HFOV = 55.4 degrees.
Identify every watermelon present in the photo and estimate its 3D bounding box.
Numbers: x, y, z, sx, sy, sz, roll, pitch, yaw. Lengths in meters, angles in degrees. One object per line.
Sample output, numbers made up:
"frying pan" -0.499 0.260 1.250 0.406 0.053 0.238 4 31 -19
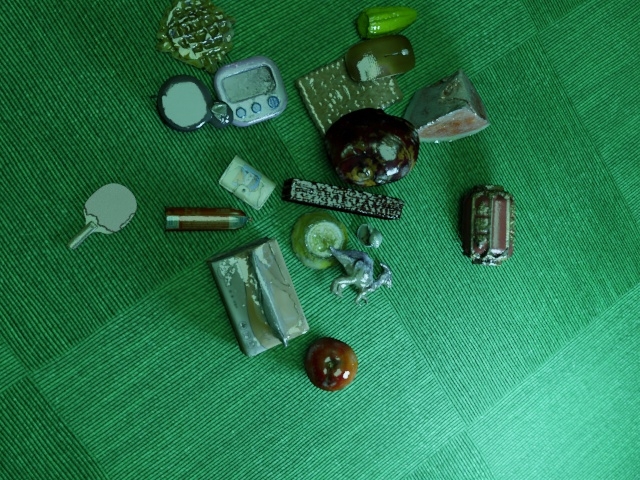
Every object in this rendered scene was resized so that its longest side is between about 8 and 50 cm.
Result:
"watermelon" 0.417 -0.411 1.976 0.309 0.232 0.193 3 55 0

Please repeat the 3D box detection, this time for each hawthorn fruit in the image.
"hawthorn fruit" 0.032 0.387 1.886 0.172 0.173 0.173 0 91 -17

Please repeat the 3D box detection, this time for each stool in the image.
"stool" -0.376 -0.376 1.770 0.228 0.139 0.153 35 82 -13

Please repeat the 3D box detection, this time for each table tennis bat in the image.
"table tennis bat" -0.635 -0.063 1.762 0.131 0.022 0.234 45 78 -13

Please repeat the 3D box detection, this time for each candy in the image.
"candy" 0.221 -0.711 1.969 0.209 0.096 0.097 -18 96 -19

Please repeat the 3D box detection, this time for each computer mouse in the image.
"computer mouse" 0.196 -0.580 1.942 0.245 0.056 0.126 -17 95 -19

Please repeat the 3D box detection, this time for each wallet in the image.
"wallet" -0.225 -0.175 1.870 0.155 0.039 0.110 35 80 -13

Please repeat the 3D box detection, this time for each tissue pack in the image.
"tissue pack" -0.178 0.163 1.794 0.238 0.238 0.306 -21 96 -15

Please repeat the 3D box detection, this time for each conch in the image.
"conch" 0.160 -0.011 1.980 0.076 0.057 0.085 -23 65 1

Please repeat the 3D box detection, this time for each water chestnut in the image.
"water chestnut" 0.158 -0.286 1.862 0.288 0.289 0.245 -9 94 -16

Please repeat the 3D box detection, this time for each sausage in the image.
"sausage" -0.333 -0.063 1.824 0.263 0.083 0.083 0 91 -18

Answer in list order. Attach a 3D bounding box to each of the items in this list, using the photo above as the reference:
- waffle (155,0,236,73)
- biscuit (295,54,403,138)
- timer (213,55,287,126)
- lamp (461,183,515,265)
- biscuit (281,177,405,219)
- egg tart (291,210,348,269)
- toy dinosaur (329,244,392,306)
"waffle" -0.364 -0.624 1.815 0.223 0.054 0.204 21 85 -15
"biscuit" 0.096 -0.482 1.956 0.324 0.044 0.217 -31 97 -16
"timer" -0.213 -0.453 1.855 0.208 0.069 0.191 -20 96 -14
"lamp" 0.562 -0.052 2.045 0.176 0.177 0.274 1 88 -17
"biscuit" 0.074 -0.127 1.924 0.387 0.107 0.073 9 89 -17
"egg tart" 0.000 0.000 1.921 0.197 0.078 0.197 0 91 -14
"toy dinosaur" 0.117 0.118 1.933 0.294 0.077 0.162 30 80 -47
